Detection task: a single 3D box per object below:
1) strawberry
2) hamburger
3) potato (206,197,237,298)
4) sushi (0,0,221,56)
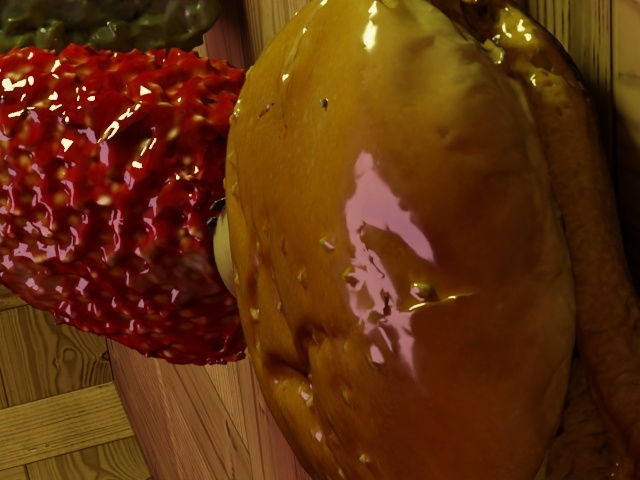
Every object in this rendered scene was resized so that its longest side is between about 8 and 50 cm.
[{"bbox_3d":[-0.181,-0.024,1.332,0.292,0.343,0.292,177,90,-86],"label":"strawberry"},{"bbox_3d":[0.054,0.010,0.790,0.290,0.170,0.314,162,96,-70],"label":"hamburger"},{"bbox_3d":[0.000,0.000,1.059,0.243,0.138,0.098,96,152,-61],"label":"potato"},{"bbox_3d":[-0.298,-0.328,1.414,0.240,0.396,0.351,-124,30,-64],"label":"sushi"}]
